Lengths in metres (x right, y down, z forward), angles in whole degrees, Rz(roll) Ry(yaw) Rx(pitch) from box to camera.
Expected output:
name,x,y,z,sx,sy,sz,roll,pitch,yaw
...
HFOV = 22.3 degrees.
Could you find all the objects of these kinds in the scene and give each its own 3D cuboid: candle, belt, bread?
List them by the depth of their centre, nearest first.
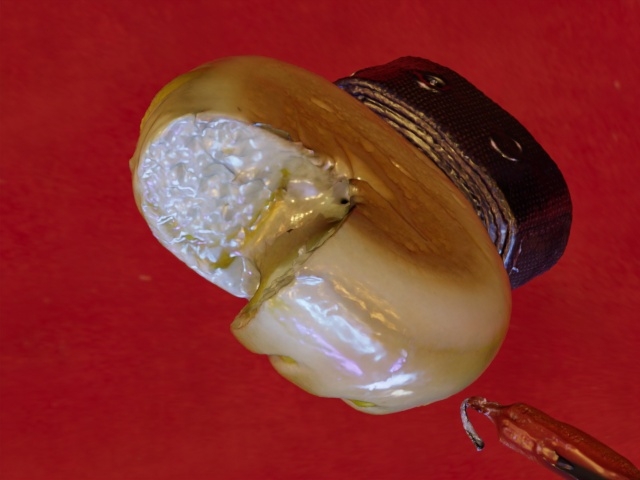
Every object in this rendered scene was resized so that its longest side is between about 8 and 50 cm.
name,x,y,z,sx,sy,sz,roll,pitch,yaw
candle,0.180,0.164,1.266,0.162,0.053,0.048,28,128,26
bread,0.000,0.000,1.285,0.333,0.333,0.160,49,117,14
belt,0.130,-0.068,1.696,0.289,0.164,0.184,48,131,20
